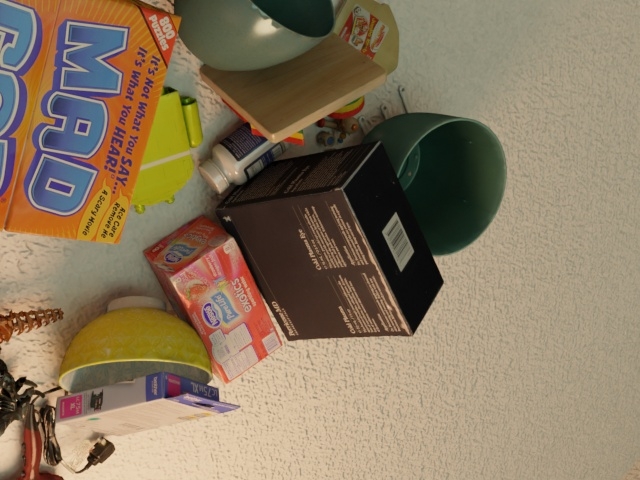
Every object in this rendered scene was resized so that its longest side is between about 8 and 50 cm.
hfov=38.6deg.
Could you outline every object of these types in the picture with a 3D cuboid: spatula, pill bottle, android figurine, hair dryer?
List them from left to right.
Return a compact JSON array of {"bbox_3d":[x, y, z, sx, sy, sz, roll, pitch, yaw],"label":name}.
[{"bbox_3d":[-0.574,0.442,1.814,0.293,0.080,0.223,-47,122,-21],"label":"hair dryer"},{"bbox_3d":[-0.330,-0.180,1.693,0.248,0.056,0.273,-24,122,-25],"label":"android figurine"},{"bbox_3d":[-0.153,-0.169,1.796,0.169,0.094,0.094,-39,128,-14],"label":"pill bottle"},{"bbox_3d":[0.173,-0.212,2.052,0.168,0.019,0.242,-37,127,-15],"label":"spatula"}]

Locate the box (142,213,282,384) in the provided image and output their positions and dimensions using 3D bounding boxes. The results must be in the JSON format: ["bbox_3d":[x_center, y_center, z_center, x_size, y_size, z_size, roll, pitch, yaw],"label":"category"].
[{"bbox_3d":[-0.216,0.121,1.855,0.154,0.142,0.300,-35,126,-18],"label":"box"}]

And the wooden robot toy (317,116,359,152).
[{"bbox_3d":[0.043,-0.237,1.911,0.076,0.079,0.173,2,109,-36],"label":"wooden robot toy"}]

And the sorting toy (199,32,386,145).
[{"bbox_3d":[-0.050,-0.286,1.722,0.257,0.255,0.089,-31,141,-20],"label":"sorting toy"}]

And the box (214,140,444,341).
[{"bbox_3d":[0.022,0.011,1.799,0.179,0.312,0.343,-52,125,-44],"label":"box"}]

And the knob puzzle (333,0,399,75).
[{"bbox_3d":[0.087,-0.404,1.896,0.213,0.030,0.213,-14,118,-29],"label":"knob puzzle"}]

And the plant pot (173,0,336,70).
[{"bbox_3d":[-0.144,-0.411,1.604,0.290,0.290,0.195,21,134,-39],"label":"plant pot"}]

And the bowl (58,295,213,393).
[{"bbox_3d":[-0.354,0.198,1.765,0.289,0.289,0.156,15,60,-38],"label":"bowl"}]

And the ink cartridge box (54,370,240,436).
[{"bbox_3d":[-0.331,0.315,1.767,0.186,0.311,0.065,33,49,-55],"label":"ink cartridge box"}]

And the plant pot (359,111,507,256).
[{"bbox_3d":[0.207,-0.142,1.947,0.293,0.235,0.293,-13,115,-28],"label":"plant pot"}]

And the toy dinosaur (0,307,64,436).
[{"bbox_3d":[-0.611,0.225,1.635,0.322,0.164,0.218,-25,109,2],"label":"toy dinosaur"}]

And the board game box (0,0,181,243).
[{"bbox_3d":[-0.481,-0.237,1.366,0.356,0.356,0.356,9,106,-37],"label":"board game box"}]
